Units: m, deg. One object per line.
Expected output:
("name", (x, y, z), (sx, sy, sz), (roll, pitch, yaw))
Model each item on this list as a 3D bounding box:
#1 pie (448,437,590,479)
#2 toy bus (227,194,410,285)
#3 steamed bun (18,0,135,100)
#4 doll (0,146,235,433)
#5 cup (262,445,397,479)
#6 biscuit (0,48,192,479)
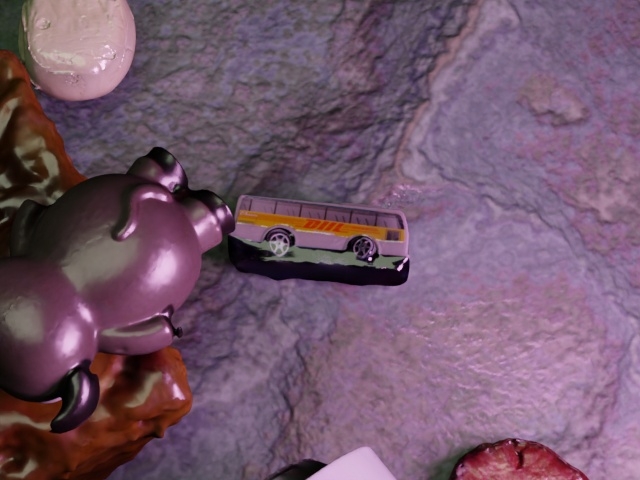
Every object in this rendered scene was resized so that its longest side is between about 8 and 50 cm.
("pie", (0.178, 0.246, 1.409), (0.154, 0.036, 0.154), (0, 64, 1))
("toy bus", (0.000, 0.000, 1.501), (0.172, 0.057, 0.072), (5, 60, 3))
("steamed bun", (-0.237, -0.194, 1.560), (0.112, 0.091, 0.130), (-2, 67, -6))
("doll", (-0.195, 0.034, 1.285), (0.182, 0.117, 0.257), (40, 73, 15))
("cup", (0.045, 0.368, 1.259), (0.253, 0.253, 0.371), (-38, 76, -13))
("biscuit", (-0.337, 0.064, 1.422), (0.342, 0.166, 0.395), (-24, 72, -10))
